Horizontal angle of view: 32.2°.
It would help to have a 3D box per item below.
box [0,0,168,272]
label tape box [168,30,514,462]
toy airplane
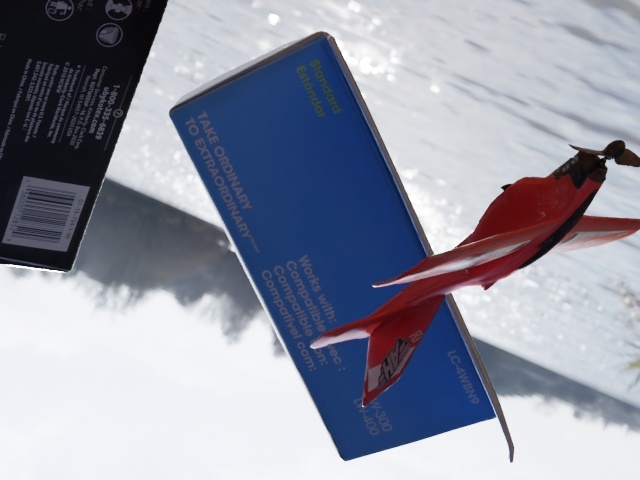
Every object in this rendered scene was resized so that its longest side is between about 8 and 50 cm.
[{"bbox_3d":[-0.214,-0.123,0.736,0.163,0.247,0.142,9,-147,-29],"label":"box"},{"bbox_3d":[0.000,0.000,0.731,0.347,0.115,0.249,-110,-6,-80],"label":"label tape box"},{"bbox_3d":[0.055,0.011,0.404,0.028,0.151,0.151,59,-168,20],"label":"toy airplane"}]
